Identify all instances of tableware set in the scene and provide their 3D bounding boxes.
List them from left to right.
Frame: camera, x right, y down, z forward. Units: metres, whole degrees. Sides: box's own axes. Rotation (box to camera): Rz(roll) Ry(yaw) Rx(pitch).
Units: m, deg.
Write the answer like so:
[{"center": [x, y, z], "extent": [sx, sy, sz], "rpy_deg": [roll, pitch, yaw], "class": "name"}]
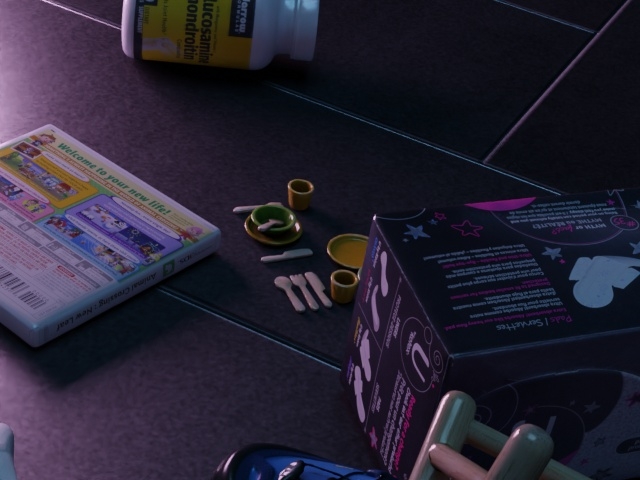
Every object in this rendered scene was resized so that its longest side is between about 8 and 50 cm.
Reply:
[{"center": [0.000, 0.000, 1.165], "extent": [0.104, 0.024, 0.154], "rpy_deg": [-8, 38, -22], "class": "tableware set"}]

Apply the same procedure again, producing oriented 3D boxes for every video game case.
[{"center": [-0.220, -0.011, 1.137], "extent": [0.212, 0.023, 0.193], "rpy_deg": [31, 41, 29], "class": "video game case"}]

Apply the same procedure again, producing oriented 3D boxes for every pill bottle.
[{"center": [-0.096, -0.219, 1.383], "extent": [0.184, 0.103, 0.103], "rpy_deg": [5, 35, -4], "class": "pill bottle"}]

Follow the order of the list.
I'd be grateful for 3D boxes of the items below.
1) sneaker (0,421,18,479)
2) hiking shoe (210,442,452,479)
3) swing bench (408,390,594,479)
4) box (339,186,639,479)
[{"center": [-0.178, 0.188, 0.839], "extent": [0.083, 0.071, 0.190], "rpy_deg": [5, 43, -15], "class": "sneaker"}, {"center": [0.075, 0.174, 0.844], "extent": [0.304, 0.132, 0.113], "rpy_deg": [21, 37, 17], "class": "hiking shoe"}, {"center": [0.127, 0.241, 0.649], "extent": [0.253, 0.254, 0.165], "rpy_deg": [27, -4, -5], "class": "swing bench"}, {"center": [0.159, 0.074, 0.975], "extent": [0.247, 0.163, 0.142], "rpy_deg": [-6, 41, -19], "class": "box"}]
